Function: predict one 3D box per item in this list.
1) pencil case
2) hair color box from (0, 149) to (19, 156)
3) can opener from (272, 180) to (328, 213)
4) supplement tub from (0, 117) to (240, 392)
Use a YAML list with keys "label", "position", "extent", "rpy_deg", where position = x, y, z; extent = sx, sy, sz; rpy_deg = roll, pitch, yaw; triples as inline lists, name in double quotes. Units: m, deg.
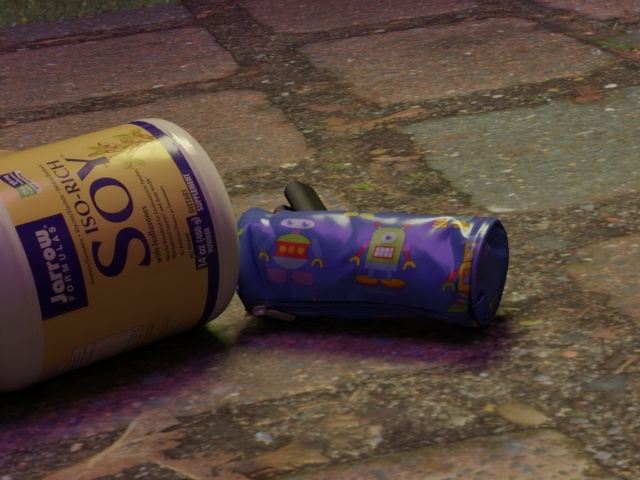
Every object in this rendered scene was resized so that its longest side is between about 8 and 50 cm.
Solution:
- label: "pencil case"
  position: [0.048, 0.032, 1.456]
  extent: [0.306, 0.119, 0.133]
  rpy_deg: [2, 58, 22]
- label: "hair color box"
  position: [-0.390, -0.049, 1.764]
  extent: [0.339, 0.110, 0.185]
  rpy_deg: [10, 16, 26]
- label: "can opener"
  position: [0.000, 0.000, 1.668]
  extent: [0.093, 0.074, 0.280]
  rpy_deg: [24, 11, -21]
- label: "supplement tub"
  position: [-0.279, 0.019, 1.417]
  extent: [0.331, 0.241, 0.241]
  rpy_deg: [-19, 23, -31]
